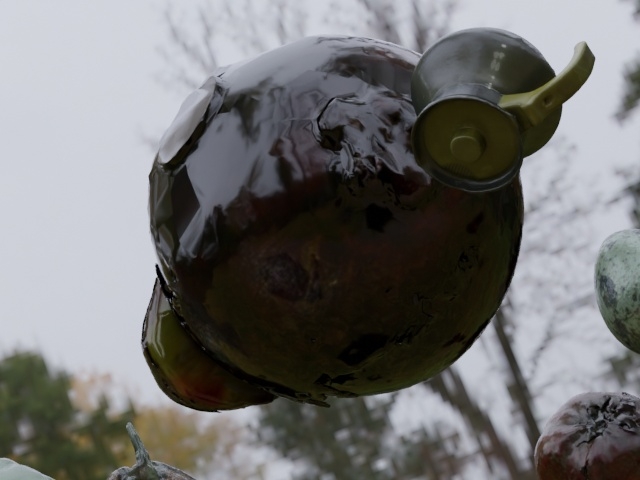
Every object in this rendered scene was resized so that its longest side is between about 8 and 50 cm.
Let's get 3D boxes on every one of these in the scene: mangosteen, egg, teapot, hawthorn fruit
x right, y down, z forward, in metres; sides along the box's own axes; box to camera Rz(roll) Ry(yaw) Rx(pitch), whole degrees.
[{"bbox_3d":[-0.012,-0.012,1.914,0.381,0.381,0.421,-2,-16,-46],"label":"mangosteen"},{"bbox_3d":[0.392,0.060,2.285,0.132,0.172,0.132,-25,-26,-13],"label":"egg"},{"bbox_3d":[0.148,-0.114,1.593,0.165,0.130,0.119,-21,28,33],"label":"teapot"},{"bbox_3d":[0.357,0.296,2.386,0.181,0.181,0.235,-19,-43,-8],"label":"hawthorn fruit"}]

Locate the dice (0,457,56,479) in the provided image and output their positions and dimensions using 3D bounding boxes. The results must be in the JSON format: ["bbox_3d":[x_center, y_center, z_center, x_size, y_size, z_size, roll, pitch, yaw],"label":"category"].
[{"bbox_3d":[-0.246,0.351,1.220,0.322,0.318,0.330,-30,28,-30],"label":"dice"}]

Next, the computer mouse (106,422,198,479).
[{"bbox_3d":[-0.177,0.404,2.276,0.199,0.389,0.115,-16,-4,17],"label":"computer mouse"}]
